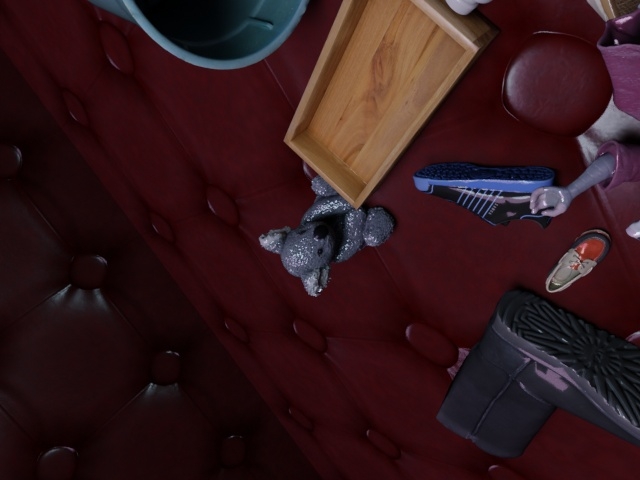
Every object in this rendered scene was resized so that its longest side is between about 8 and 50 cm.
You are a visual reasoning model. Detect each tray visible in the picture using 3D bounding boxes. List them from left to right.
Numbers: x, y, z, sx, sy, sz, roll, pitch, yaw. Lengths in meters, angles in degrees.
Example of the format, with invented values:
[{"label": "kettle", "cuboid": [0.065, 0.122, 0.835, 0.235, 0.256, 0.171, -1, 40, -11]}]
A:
[{"label": "tray", "cuboid": [0.086, -0.241, 0.833, 0.203, 0.076, 0.411, 44, 146, 5]}]

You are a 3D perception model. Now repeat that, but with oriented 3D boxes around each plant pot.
[{"label": "plant pot", "cuboid": [-0.234, -0.465, 0.758, 0.334, 0.341, 0.341, 30, 144, 39]}]

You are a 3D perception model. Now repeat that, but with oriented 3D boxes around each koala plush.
[{"label": "koala plush", "cuboid": [0.000, 0.000, 1.044, 0.196, 0.221, 0.203, 45, 147, 3]}]

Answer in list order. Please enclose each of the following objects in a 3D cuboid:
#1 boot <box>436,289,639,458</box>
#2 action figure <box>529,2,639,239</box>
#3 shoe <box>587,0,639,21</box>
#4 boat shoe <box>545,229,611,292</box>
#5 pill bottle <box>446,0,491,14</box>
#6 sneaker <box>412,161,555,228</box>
[{"label": "boot", "cuboid": [0.436, 0.339, 0.974, 0.367, 0.146, 0.445, 39, 144, 27]}, {"label": "action figure", "cuboid": [0.407, -0.121, 0.540, 0.248, 0.276, 0.370, 34, 166, 38]}, {"label": "shoe", "cuboid": [0.320, -0.294, 0.537, 0.076, 0.058, 0.219, -38, 99, 26]}, {"label": "boat shoe", "cuboid": [0.405, 0.036, 0.789, 0.049, 0.043, 0.137, 40, 145, 14]}, {"label": "pill bottle", "cuboid": [0.206, -0.334, 0.603, 0.067, 0.067, 0.120, 50, 147, -5]}, {"label": "sneaker", "cuboid": [0.258, -0.071, 0.808, 0.232, 0.081, 0.090, 11, 126, 40]}]
